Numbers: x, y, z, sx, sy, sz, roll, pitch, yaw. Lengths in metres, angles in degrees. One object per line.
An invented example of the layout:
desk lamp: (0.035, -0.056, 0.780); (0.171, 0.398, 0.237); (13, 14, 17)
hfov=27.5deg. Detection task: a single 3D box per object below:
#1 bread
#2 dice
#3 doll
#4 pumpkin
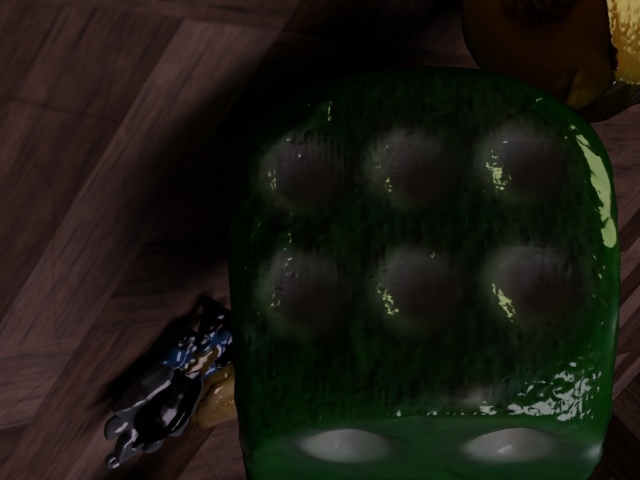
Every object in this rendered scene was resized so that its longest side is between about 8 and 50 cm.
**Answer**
bread: (-0.092, 0.146, 1.358); (0.115, 0.056, 0.082); (-18, 144, -34)
dice: (0.077, 0.053, 1.055); (0.297, 0.287, 0.300); (1, 151, 1)
doll: (-0.146, 0.144, 1.258); (0.195, 0.070, 0.096); (-52, 140, 5)
pumpkin: (0.236, -0.228, 1.065); (0.139, 0.190, 0.280); (-16, 145, -44)
